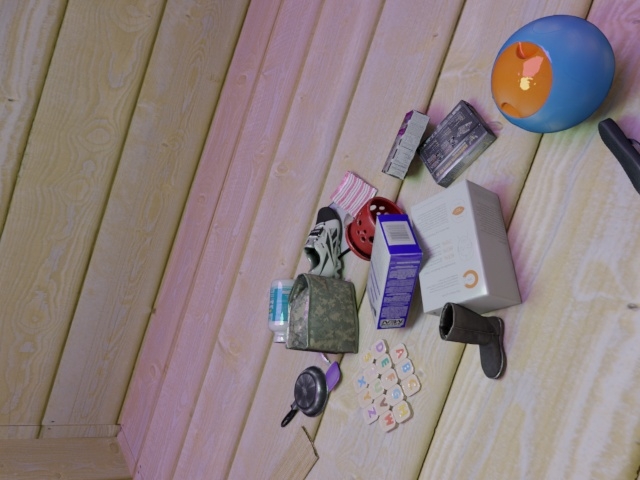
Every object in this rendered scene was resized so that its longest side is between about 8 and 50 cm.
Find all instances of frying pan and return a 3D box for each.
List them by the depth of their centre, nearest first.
[{"bbox_3d":[-0.085,0.624,1.975,0.326,0.053,0.197,-33,52,38],"label":"frying pan"}]

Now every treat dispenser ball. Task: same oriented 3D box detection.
[{"bbox_3d":[0.590,-0.422,1.254,0.288,0.288,0.287,-23,60,47],"label":"treat dispenser ball"}]

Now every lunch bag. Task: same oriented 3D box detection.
[{"bbox_3d":[0.007,0.270,1.815,0.169,0.235,0.286,-18,64,52],"label":"lunch bag"}]

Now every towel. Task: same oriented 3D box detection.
[{"bbox_3d":[0.129,-0.185,1.964,0.144,0.029,0.197,-57,44,11],"label":"towel"}]

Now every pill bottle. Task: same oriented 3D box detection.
[{"bbox_3d":[-0.148,0.304,2.083,0.146,0.146,0.263,-18,63,49],"label":"pill bottle"}]

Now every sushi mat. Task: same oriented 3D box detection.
[{"bbox_3d":[-0.111,0.900,1.931,0.316,0.019,0.151,-61,38,18],"label":"sushi mat"}]

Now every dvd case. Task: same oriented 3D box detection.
[{"bbox_3d":[0.086,-0.061,2.011,0.180,0.022,0.252,-38,50,39],"label":"dvd case"}]

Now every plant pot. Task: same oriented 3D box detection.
[{"bbox_3d":[0.192,-0.034,1.725,0.174,0.191,0.191,-42,47,41],"label":"plant pot"}]

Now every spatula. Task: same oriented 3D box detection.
[{"bbox_3d":[0.009,0.452,1.922,0.084,0.030,0.296,-56,40,22],"label":"spatula"}]

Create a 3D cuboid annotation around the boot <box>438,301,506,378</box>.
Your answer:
[{"bbox_3d":[0.408,0.271,1.311,0.076,0.209,0.189,-16,65,48],"label":"boot"}]

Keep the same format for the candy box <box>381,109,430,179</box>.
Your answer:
[{"bbox_3d":[0.299,-0.335,1.728,0.159,0.071,0.233,-83,16,-79],"label":"candy box"}]

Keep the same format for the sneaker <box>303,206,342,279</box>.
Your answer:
[{"bbox_3d":[0.000,0.000,1.964,0.122,0.146,0.330,-31,53,45],"label":"sneaker"}]

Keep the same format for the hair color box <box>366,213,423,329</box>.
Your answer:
[{"bbox_3d":[0.225,0.104,1.542,0.185,0.110,0.338,-99,11,-47],"label":"hair color box"}]

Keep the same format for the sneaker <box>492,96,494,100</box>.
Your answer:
[{"bbox_3d":[0.574,-0.500,1.489,0.158,0.065,0.061,-54,41,26],"label":"sneaker"}]

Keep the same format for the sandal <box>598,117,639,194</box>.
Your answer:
[{"bbox_3d":[0.742,-0.200,1.148,0.055,0.097,0.254,-23,57,16],"label":"sandal"}]

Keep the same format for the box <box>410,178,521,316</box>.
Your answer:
[{"bbox_3d":[0.414,0.034,1.424,0.215,0.168,0.345,-28,56,45],"label":"box"}]

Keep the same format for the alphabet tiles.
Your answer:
[{"bbox_3d":[0.214,0.486,1.649,0.278,0.021,0.284,-47,44,32],"label":"alphabet tiles"}]

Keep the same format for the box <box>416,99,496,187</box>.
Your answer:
[{"bbox_3d":[0.440,-0.317,1.607,0.231,0.056,0.183,-49,44,32],"label":"box"}]
